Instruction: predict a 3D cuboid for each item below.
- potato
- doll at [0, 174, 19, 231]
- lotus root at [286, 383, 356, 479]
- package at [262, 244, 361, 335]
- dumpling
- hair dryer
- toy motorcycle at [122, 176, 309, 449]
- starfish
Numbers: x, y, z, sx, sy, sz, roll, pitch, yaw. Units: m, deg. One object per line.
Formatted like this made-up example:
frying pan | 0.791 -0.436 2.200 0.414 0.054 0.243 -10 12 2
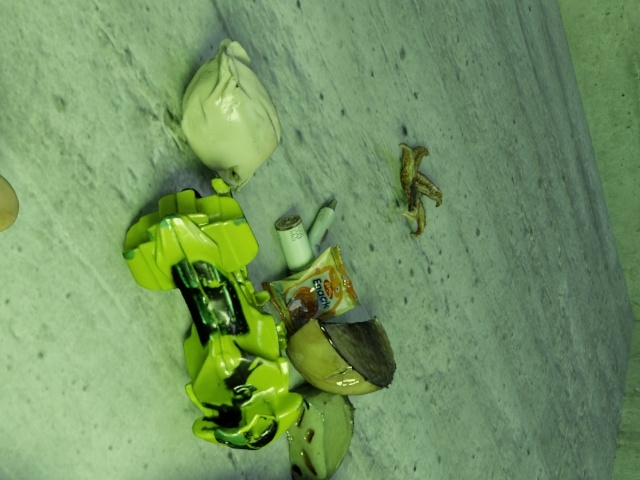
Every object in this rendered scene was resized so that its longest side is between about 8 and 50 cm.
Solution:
potato | 0.027 0.180 1.178 0.120 0.100 0.261 64 17 15
doll | -0.357 -0.075 0.548 0.348 0.161 0.423 38 54 -36
lotus root | 0.011 0.266 1.194 0.144 0.070 0.143 -38 120 -54
package | -0.010 0.076 1.161 0.121 0.031 0.108 -29 118 -13
dumpling | -0.107 -0.157 1.011 0.199 0.118 0.136 95 2 -46
hair dryer | 0.003 0.006 1.241 0.183 0.044 0.154 -50 131 -53
toy motorcycle | -0.110 0.107 0.948 0.206 0.142 0.342 -119 -170 -67
starfish | 0.171 -0.115 1.519 0.238 0.057 0.213 56 35 -47
